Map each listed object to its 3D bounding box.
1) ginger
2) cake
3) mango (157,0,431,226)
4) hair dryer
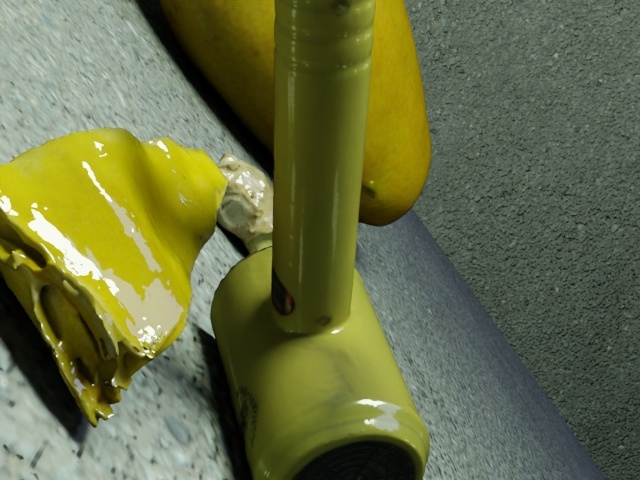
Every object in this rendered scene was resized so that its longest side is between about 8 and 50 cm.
[{"bbox_3d":[-0.027,0.009,0.704,0.173,0.051,0.069,52,13,-6],"label":"ginger"},{"bbox_3d":[-0.071,0.010,0.407,0.116,0.080,0.185,55,5,14],"label":"cake"},{"bbox_3d":[-0.011,-0.207,1.007,0.445,0.232,0.300,57,3,-31],"label":"mango"},{"bbox_3d":[0.000,0.000,0.422,0.135,0.090,0.278,-111,-161,-51],"label":"hair dryer"}]
